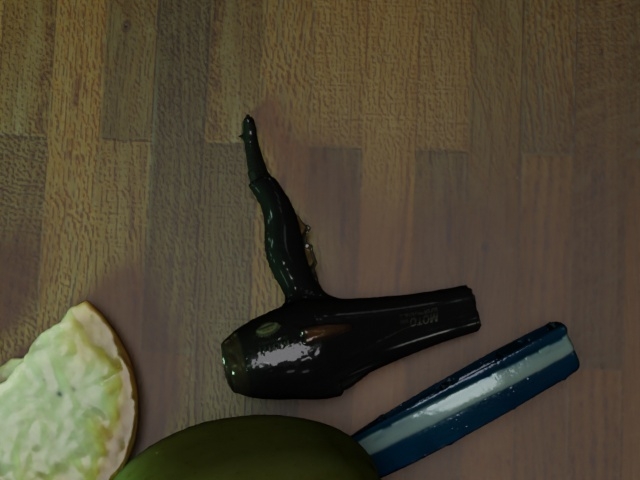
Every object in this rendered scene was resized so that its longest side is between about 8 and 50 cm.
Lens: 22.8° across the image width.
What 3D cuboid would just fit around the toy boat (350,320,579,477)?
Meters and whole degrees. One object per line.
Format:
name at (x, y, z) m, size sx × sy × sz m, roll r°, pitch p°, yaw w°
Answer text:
toy boat at (0.155, 0.186, 1.798) m, size 0.299 × 0.096 × 0.062 m, roll -28°, pitch 92°, yaw 0°

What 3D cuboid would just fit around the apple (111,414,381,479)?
apple at (-0.064, 0.353, 1.663) m, size 0.357 × 0.357 × 0.357 m, roll 0°, pitch 83°, yaw 1°

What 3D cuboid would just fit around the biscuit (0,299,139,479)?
biscuit at (-0.328, 0.233, 1.826) m, size 0.309 × 0.040 × 0.204 m, roll -40°, pitch 84°, yaw -3°

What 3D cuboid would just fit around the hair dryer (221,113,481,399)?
hair dryer at (0.000, 0.000, 1.833) m, size 0.303 × 0.120 × 0.359 m, roll -17°, pitch 74°, yaw -9°
